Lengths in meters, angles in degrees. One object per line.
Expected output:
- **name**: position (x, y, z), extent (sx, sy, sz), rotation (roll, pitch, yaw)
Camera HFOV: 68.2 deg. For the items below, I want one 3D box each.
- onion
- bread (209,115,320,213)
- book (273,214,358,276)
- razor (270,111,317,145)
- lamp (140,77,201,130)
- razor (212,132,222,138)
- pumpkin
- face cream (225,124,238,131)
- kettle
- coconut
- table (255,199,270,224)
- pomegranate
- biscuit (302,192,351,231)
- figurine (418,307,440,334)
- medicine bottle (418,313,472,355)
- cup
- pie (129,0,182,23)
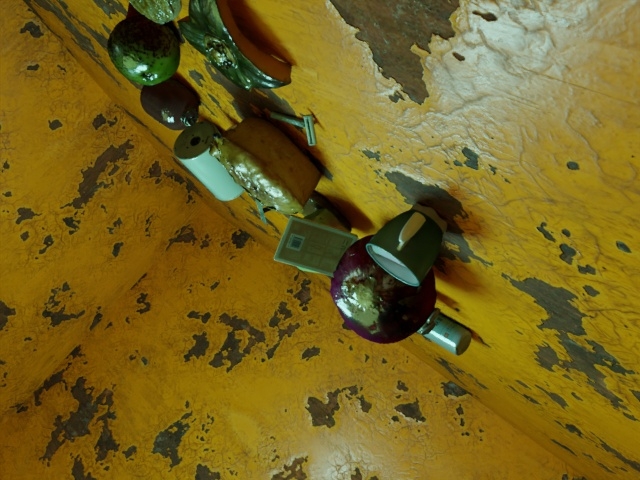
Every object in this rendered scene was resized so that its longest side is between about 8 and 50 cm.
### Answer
- **onion**: position (0.227, 0.143, 1.544), extent (0.348, 0.347, 0.385), rotation (36, -158, 21)
- **bread**: position (-0.174, -0.241, 1.528), extent (0.358, 0.204, 0.337), rotation (39, 166, -14)
- **book**: position (-0.015, 0.022, 1.573), extent (0.242, 0.170, 0.018), rotation (17, -161, -18)
- **razor**: position (-0.076, -0.332, 1.317), extent (0.211, 0.036, 0.084), rotation (36, 145, 46)
- **lamp**: position (-0.560, -0.518, 1.784), extent (0.258, 0.180, 0.180), rotation (34, 167, 18)
- **razor**: position (-0.323, -0.325, 1.832), extent (0.093, 0.056, 0.324), rotation (42, 173, 28)
- **pumpkin**: position (-0.216, -0.463, 1.105), extent (0.290, 0.095, 0.258), rotation (44, 164, -33)
- **face cream**: position (-0.263, -0.301, 1.752), extent (0.268, 0.082, 0.082), rotation (60, 162, -18)
- **kettle**: position (-0.430, -0.342, 2.032), extent (0.318, 0.265, 0.205), rotation (57, -169, -53)
- **coconut**: position (0.000, 0.000, 1.685), extent (0.236, 0.235, 0.205), rotation (34, -171, 27)
- **table**: position (-0.164, -0.167, 1.739), extent (0.062, 0.146, 0.175), rotation (38, 147, 52)
- **pomegranate**: position (-0.529, -0.599, 1.413), extent (0.214, 0.215, 0.247), rotation (143, 115, -78)
- **biscuit**: position (-0.003, -0.109, 1.831), extent (0.273, 0.049, 0.257), rotation (40, 165, -7)
- **figurine**: position (0.269, 0.210, 1.791), extent (0.381, 0.203, 0.248), rotation (31, 161, 31)
- **medicine bottle**: position (0.442, 0.337, 1.939), extent (0.352, 0.110, 0.110), rotation (29, 163, 43)
- **cup**: position (0.235, 0.002, 1.219), extent (0.168, 0.173, 0.299), rotation (37, 167, 16)
- **pie**: position (-0.427, -0.634, 1.176), extent (0.193, 0.079, 0.163), rotation (43, 160, -13)
